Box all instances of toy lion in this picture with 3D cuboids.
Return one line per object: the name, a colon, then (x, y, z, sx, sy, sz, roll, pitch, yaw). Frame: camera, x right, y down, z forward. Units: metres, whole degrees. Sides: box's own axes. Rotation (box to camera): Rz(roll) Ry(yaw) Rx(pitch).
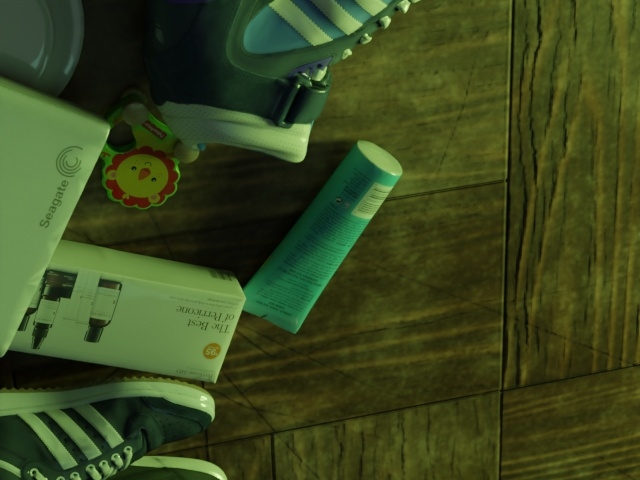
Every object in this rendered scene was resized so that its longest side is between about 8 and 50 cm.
toy lion: (-0.165, -0.077, 1.615, 0.096, 0.034, 0.100, -43, 122, 16)

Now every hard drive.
hard drive: (-0.376, -0.054, 1.467, 0.353, 0.047, 0.233, 20, 104, -32)

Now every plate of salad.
plate of salad: (-0.298, -0.178, 1.501, 0.200, 0.048, 0.199, -9, 121, -15)

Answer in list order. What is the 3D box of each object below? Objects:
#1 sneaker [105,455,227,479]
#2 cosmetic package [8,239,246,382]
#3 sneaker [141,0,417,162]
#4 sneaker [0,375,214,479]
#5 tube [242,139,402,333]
sneaker: (-0.219, 0.283, 1.727, 0.296, 0.147, 0.104, 1, 119, -17)
cosmetic package: (-0.198, 0.063, 1.662, 0.239, 0.060, 0.098, 11, 115, -23)
sneaker: (0.001, -0.186, 1.563, 0.323, 0.130, 0.236, -16, 132, -14)
sneaker: (-0.233, 0.216, 1.668, 0.282, 0.153, 0.099, -2, 151, -13)
tube: (0.000, 0.000, 1.703, 0.080, 0.052, 0.207, 27, 112, -24)
